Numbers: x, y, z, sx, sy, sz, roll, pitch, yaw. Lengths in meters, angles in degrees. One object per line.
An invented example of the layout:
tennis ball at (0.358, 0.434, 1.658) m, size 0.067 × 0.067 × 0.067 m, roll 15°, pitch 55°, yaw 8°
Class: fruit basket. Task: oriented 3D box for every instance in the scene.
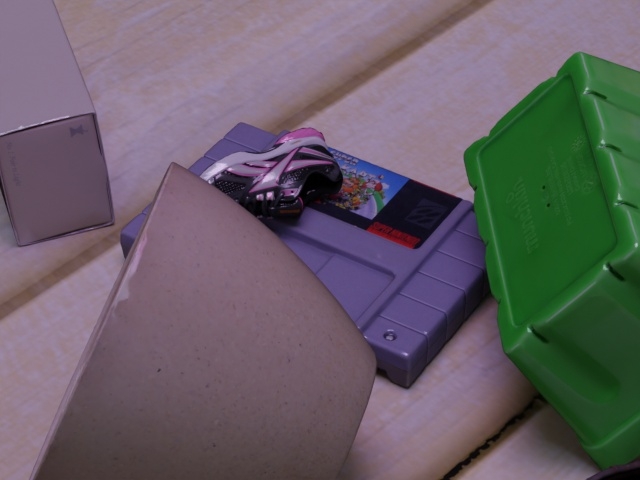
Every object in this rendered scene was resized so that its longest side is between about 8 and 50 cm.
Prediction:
fruit basket at (0.349, 0.028, 1.748) m, size 0.392 × 0.283 × 0.392 m, roll 34°, pitch 31°, yaw -24°

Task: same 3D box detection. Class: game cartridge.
game cartridge at (0.000, 0.000, 1.891) m, size 0.355 × 0.068 × 0.230 m, roll 22°, pitch 52°, yaw 25°

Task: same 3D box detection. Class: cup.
cup at (-0.091, 0.129, 1.599) m, size 0.237 × 0.331 × 0.331 m, roll 24°, pitch 43°, yaw -7°

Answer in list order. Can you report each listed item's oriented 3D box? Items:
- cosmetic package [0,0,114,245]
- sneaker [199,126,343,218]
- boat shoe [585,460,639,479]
cosmetic package at (-0.321, -0.158, 2.006) m, size 0.113 × 0.160 × 0.309 m, roll -14°, pitch 42°, yaw -11°
sneaker at (-0.054, -0.052, 1.861) m, size 0.178 × 0.072 × 0.077 m, roll -29°, pitch 58°, yaw -19°
boat shoe at (0.347, 0.228, 1.537) m, size 0.355 × 0.130 × 0.132 m, roll -13°, pitch 44°, yaw -29°
